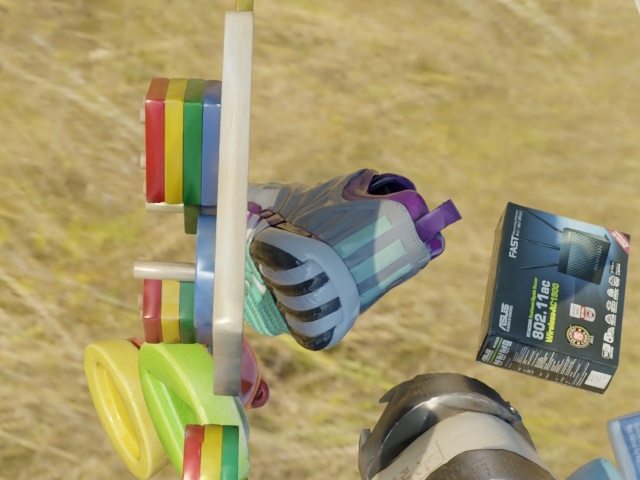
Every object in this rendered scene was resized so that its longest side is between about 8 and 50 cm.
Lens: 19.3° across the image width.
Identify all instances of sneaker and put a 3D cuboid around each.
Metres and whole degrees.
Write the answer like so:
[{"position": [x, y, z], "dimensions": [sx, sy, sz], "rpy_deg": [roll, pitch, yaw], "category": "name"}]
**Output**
[{"position": [0.000, 0.000, 0.988], "dimensions": [0.098, 0.223, 0.083], "rpy_deg": [-29, 108, -12], "category": "sneaker"}]

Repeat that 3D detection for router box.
[{"position": [0.161, 0.039, 1.294], "dimensions": [0.038, 0.092, 0.122], "rpy_deg": [107, -4, -51], "category": "router box"}]

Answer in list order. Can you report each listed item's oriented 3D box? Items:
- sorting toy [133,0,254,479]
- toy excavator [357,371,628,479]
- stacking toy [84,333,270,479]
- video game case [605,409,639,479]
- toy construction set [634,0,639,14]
[{"position": [-0.053, -0.021, 0.794], "dimensions": [0.132, 0.046, 0.275], "rpy_deg": [102, -10, -74], "category": "sorting toy"}, {"position": [0.197, 0.270, 1.086], "dimensions": [0.433, 0.222, 0.445], "rpy_deg": [-41, 101, 3], "category": "toy excavator"}, {"position": [-0.051, 0.185, 1.481], "dimensions": [0.130, 0.279, 0.309], "rpy_deg": [-23, 84, -22], "category": "stacking toy"}, {"position": [0.455, 0.286, 1.755], "dimensions": [0.036, 0.299, 0.329], "rpy_deg": [80, -5, -84], "category": "video game case"}, {"position": [0.244, -0.270, 1.158], "dimensions": [0.328, 0.151, 0.215], "rpy_deg": [61, 35, -46], "category": "toy construction set"}]
